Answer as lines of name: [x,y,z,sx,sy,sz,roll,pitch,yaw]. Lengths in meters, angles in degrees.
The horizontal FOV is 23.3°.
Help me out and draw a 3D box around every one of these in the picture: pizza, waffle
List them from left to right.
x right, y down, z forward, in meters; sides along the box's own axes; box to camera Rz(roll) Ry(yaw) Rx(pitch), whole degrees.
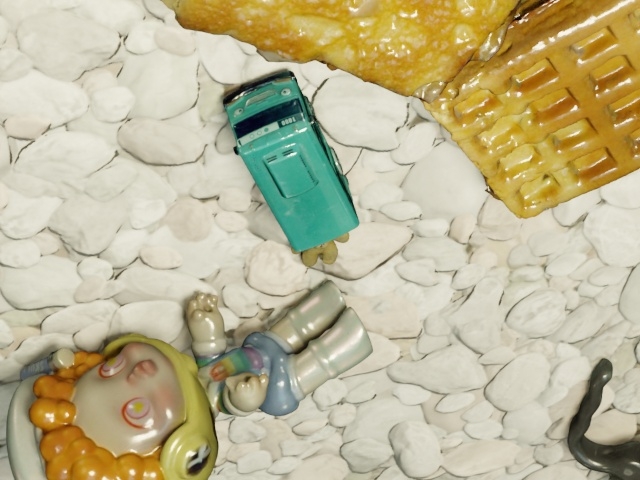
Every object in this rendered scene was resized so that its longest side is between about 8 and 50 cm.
pizza: [0.070,-0.248,1.288,0.409,0.114,0.277,-22,134,8]
waffle: [0.268,-0.164,1.439,0.328,0.098,0.224,-29,132,13]

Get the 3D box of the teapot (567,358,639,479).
teapot: [0.445,0.281,1.848,0.305,0.223,0.285,13,136,-29]

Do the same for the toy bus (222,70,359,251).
toy bus: [-0.025,-0.072,1.452,0.079,0.092,0.160,-22,135,5]

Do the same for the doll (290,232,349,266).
doll: [-0.002,-0.008,1.569,0.061,0.051,0.093,-13,165,-4]

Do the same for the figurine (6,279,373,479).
figurine: [-0.123,0.186,1.588,0.382,0.224,0.205,-17,139,1]
